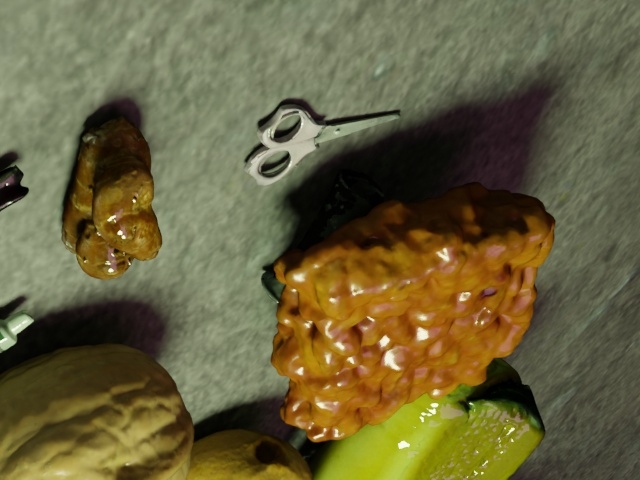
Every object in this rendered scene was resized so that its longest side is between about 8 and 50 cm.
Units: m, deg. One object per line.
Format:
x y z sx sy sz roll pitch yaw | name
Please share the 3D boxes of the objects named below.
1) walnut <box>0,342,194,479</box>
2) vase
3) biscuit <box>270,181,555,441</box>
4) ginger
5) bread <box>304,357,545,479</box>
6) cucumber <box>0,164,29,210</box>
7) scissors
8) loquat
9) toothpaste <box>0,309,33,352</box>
-0.247 0.218 1.320 0.261 0.225 0.225 -22 148 -33 | walnut
0.000 0.000 1.411 0.059 0.059 0.167 3 132 -48 | vase
0.100 0.076 1.437 0.318 0.110 0.312 -17 141 -20 | biscuit
-0.180 -0.023 1.150 0.073 0.103 0.162 -5 140 -28 | ginger
0.129 0.290 1.803 0.251 0.208 0.376 17 123 -33 | bread
-0.309 -0.022 1.090 0.135 0.033 0.034 -27 -173 -15 | cucumber
0.008 -0.108 1.312 0.189 0.015 0.100 -16 142 -33 | scissors
-0.115 0.349 1.654 0.238 0.193 0.238 -32 156 -16 | loquat
-0.364 0.126 1.245 0.204 0.031 0.049 -33 150 0 | toothpaste
